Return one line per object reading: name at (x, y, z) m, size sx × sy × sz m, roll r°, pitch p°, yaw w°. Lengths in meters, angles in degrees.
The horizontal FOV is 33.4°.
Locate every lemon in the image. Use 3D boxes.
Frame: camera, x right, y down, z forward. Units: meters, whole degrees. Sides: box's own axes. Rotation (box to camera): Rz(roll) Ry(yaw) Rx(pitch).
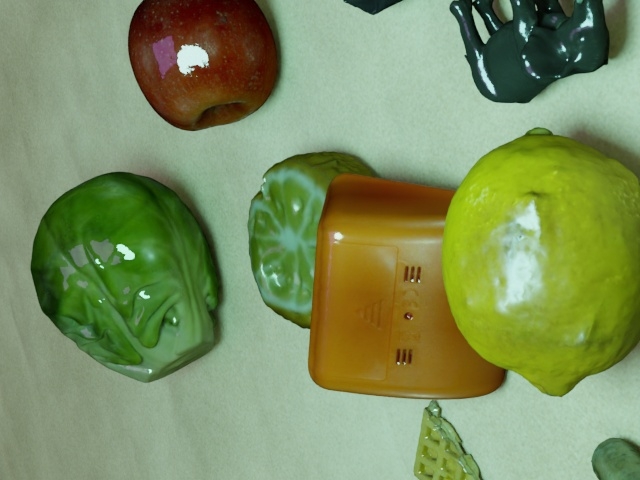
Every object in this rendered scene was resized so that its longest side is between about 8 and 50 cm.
lemon at (0.244, 0.022, 1.140) m, size 0.233 × 0.233 × 0.288 m, roll -15°, pitch 76°, yaw 51°

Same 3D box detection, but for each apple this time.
apple at (-0.174, -0.275, 1.571) m, size 0.218 × 0.218 × 0.201 m, roll -28°, pitch 75°, yaw 50°

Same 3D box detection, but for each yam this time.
yam at (0.361, 0.298, 1.089) m, size 0.317 × 0.067 × 0.071 m, roll -118°, pitch 22°, yaw -70°

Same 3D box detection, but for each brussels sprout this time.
brussels sprout at (-0.314, 0.064, 1.783) m, size 0.289 × 0.281 × 0.355 m, roll -30°, pitch 93°, yaw 24°

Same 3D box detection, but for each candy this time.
candy at (0.000, 0.000, 1.508) m, size 0.259 × 0.118 × 0.260 m, roll 14°, pitch 110°, yaw 43°

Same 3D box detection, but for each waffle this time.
waffle at (0.205, 0.307, 1.412) m, size 0.191 × 0.032 × 0.125 m, roll 26°, pitch 116°, yaw 42°

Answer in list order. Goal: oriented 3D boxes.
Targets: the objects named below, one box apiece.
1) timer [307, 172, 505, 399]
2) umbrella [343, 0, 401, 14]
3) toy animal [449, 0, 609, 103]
timer at (0.117, 0.067, 1.325) m, size 0.249 × 0.161 × 0.258 m, roll 5°, pitch 108°, yaw 4°
umbrella at (0.148, -0.352, 1.271) m, size 0.340 × 0.118 × 0.118 m, roll -7°, pitch 94°, yaw 41°
toy animal at (0.240, -0.234, 1.173) m, size 0.245 × 0.114 × 0.146 m, roll 148°, pitch 101°, yaw -74°
